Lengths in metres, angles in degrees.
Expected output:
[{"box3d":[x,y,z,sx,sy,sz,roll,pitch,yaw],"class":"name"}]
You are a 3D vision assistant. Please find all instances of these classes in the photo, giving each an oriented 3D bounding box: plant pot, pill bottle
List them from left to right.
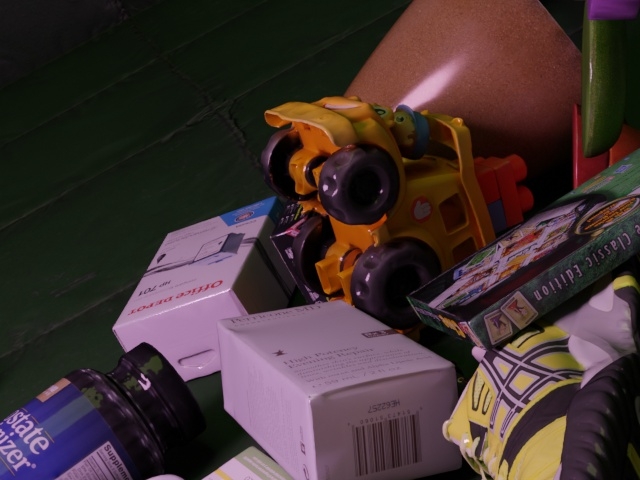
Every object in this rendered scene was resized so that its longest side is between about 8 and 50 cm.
[{"box3d":[-0.208,0.184,1.154,0.219,0.123,0.123,-36,23,-20],"class":"pill bottle"},{"box3d":[0.125,-0.123,1.358,0.254,0.237,0.237,-39,20,9],"class":"plant pot"}]

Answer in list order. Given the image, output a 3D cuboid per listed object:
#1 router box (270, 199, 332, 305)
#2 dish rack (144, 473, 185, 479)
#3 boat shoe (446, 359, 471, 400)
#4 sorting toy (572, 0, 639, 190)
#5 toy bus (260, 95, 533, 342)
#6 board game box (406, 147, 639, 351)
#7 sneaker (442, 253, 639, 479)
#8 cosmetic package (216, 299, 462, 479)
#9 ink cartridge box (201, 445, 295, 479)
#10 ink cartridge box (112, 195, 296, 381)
[{"box3d":[0.000,0.000,1.360,0.038,0.092,0.122,-19,24,22],"class":"router box"},{"box3d":[-0.146,0.309,0.807,0.333,0.072,0.285,-46,26,-10],"class":"dish rack"},{"box3d":[0.091,0.114,1.065,0.042,0.049,0.133,-30,25,-11],"class":"boat shoe"},{"box3d":[0.264,-0.115,1.089,0.126,0.365,0.127,1,62,8],"class":"sorting toy"},{"box3d":[0.079,-0.043,1.212,0.211,0.220,0.149,-27,23,-18],"class":"toy bus"},{"box3d":[0.191,-0.011,0.969,0.259,0.030,0.136,-32,9,-9],"class":"board game box"},{"box3d":[0.155,0.137,0.852,0.147,0.145,0.385,-27,10,21],"class":"sneaker"},{"box3d":[0.007,0.112,1.055,0.117,0.085,0.231,-9,14,-20],"class":"cosmetic package"},{"box3d":[-0.096,0.253,0.969,0.235,0.056,0.171,-33,23,-18],"class":"ink cartridge box"},{"box3d":[-0.105,0.050,1.388,0.139,0.082,0.191,-19,22,21],"class":"ink cartridge box"}]
